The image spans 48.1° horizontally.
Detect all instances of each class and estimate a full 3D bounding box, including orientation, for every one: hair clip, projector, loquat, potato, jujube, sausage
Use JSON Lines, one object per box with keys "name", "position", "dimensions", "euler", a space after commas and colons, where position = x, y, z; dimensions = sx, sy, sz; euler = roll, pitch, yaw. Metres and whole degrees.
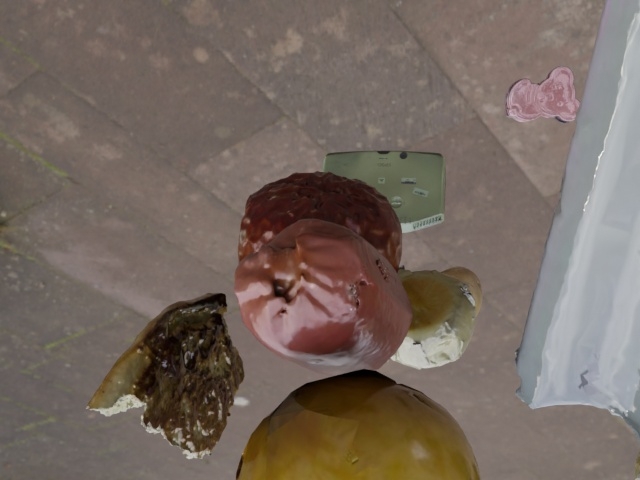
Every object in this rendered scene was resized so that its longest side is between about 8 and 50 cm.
{"name": "hair clip", "position": [0.481, -0.308, 1.556], "dimensions": [0.138, 0.123, 0.102], "euler": [-13, -171, -23]}
{"name": "projector", "position": [0.135, -0.095, 1.559], "dimensions": [0.269, 0.194, 0.088], "euler": [2, 159, 10]}
{"name": "loquat", "position": [0.038, 0.237, 0.663], "dimensions": [0.235, 0.235, 0.235], "euler": [2, 144, 1]}
{"name": "potato", "position": [0.243, 0.114, 1.340], "dimensions": [0.147, 0.112, 0.112], "euler": [-46, 136, -6]}
{"name": "jujube", "position": [0.000, 0.000, 1.037], "dimensions": [0.232, 0.213, 0.213], "euler": [6, 144, 2]}
{"name": "sausage", "position": [0.011, 0.068, 0.771], "dimensions": [0.152, 0.152, 0.279], "euler": [-9, 160, 16]}

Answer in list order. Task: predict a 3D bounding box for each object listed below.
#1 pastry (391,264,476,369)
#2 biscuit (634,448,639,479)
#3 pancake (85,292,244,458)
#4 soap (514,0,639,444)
{"name": "pastry", "position": [0.154, 0.116, 1.086], "dimensions": [0.165, 0.166, 0.088], "euler": [-7, 134, 13]}
{"name": "biscuit", "position": [0.686, 0.373, 1.336], "dimensions": [0.032, 0.133, 0.250], "euler": [24, 145, -16]}
{"name": "pancake", "position": [-0.170, 0.149, 0.886], "dimensions": [0.056, 0.212, 0.257], "euler": [0, 152, 21]}
{"name": "soap", "position": [0.244, -0.034, 0.294], "dimensions": [0.257, 0.159, 0.302], "euler": [-4, 120, -21]}
